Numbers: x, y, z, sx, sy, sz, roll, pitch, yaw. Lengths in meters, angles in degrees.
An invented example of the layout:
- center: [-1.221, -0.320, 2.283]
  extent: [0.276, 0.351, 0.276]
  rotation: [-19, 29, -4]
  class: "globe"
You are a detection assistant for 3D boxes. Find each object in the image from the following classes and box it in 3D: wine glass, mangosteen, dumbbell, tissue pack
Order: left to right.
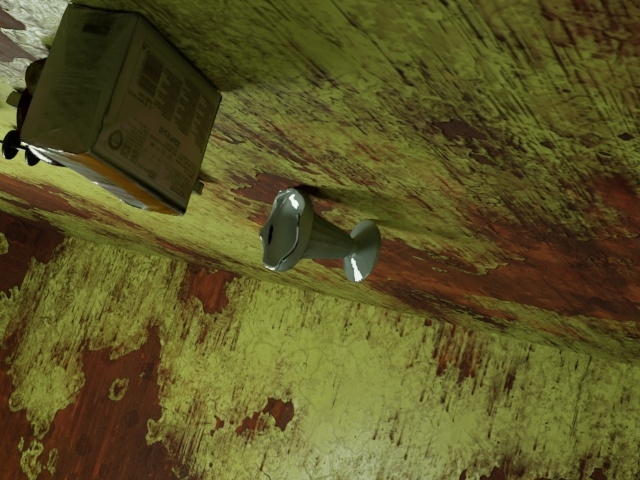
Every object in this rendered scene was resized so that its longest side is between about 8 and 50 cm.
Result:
- center: [-0.649, -0.202, 1.847]
  extent: [0.147, 0.069, 0.069]
  rotation: [16, 170, 8]
  class: "dumbbell"
- center: [-0.372, -0.184, 1.247]
  extent: [0.156, 0.145, 0.181]
  rotation: [24, 168, -21]
  class: "mangosteen"
- center: [-0.243, -0.156, 1.069]
  extent: [0.124, 0.185, 0.225]
  rotation: [13, 169, 23]
  class: "tissue pack"
- center: [0.000, 0.000, 1.614]
  extent: [0.196, 0.165, 0.165]
  rotation: [18, 171, -29]
  class: "wine glass"

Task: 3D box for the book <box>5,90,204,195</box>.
- center: [-0.401, -0.177, 1.643]
  extent: [0.260, 0.043, 0.371]
  rotation: [15, 170, 15]
  class: "book"
